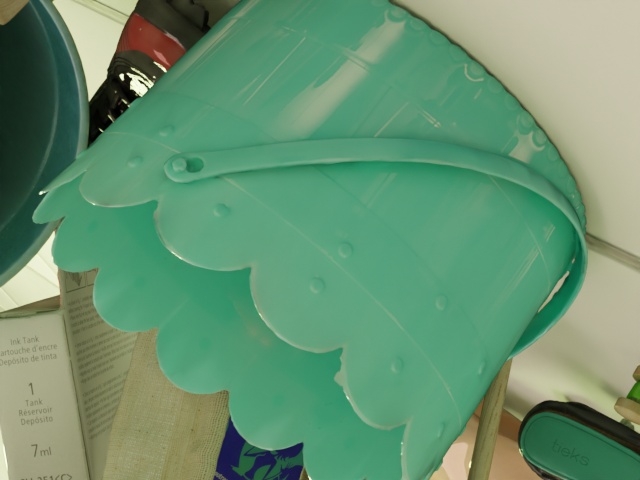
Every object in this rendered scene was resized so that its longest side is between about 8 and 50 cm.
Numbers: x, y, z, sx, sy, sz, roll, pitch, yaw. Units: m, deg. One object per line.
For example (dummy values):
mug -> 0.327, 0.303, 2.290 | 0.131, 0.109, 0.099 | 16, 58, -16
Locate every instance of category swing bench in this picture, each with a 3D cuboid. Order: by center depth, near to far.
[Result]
swing bench -> -0.018, 0.138, 1.144 | 0.255, 0.253, 0.165 | 14, 166, -4

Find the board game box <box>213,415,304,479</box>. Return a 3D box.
board game box -> -0.007, 0.122, 1.324 | 0.160, 0.210, 0.047 | 30, 161, 36

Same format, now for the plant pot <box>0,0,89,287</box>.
plant pot -> -0.319, -0.111, 1.159 | 0.271, 0.272, 0.255 | 50, 177, -33

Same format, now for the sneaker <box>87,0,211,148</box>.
sneaker -> -0.110, -0.074, 1.158 | 0.097, 0.135, 0.276 | 42, 165, 5

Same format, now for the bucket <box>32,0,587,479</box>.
bucket -> 0.000, 0.000, 0.966 | 0.281, 0.183, 0.281 | 35, 163, 12

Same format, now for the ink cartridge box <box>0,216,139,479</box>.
ink cartridge box -> -0.178, 0.047, 1.335 | 0.296, 0.066, 0.261 | -20, -77, -82

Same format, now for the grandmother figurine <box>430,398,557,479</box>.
grandmother figurine -> 0.188, 0.202, 1.297 | 0.342, 0.104, 0.208 | 26, 148, 38

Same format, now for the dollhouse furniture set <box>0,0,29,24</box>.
dollhouse furniture set -> -0.116, -0.153, 0.897 | 0.144, 0.151, 0.123 | 31, 164, 38

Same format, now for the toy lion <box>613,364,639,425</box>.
toy lion -> 0.231, 0.107, 1.030 | 0.096, 0.034, 0.100 | 33, 166, -1

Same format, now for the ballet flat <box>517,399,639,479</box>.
ballet flat -> 0.226, 0.165, 1.157 | 0.203, 0.074, 0.074 | 29, 163, 19
